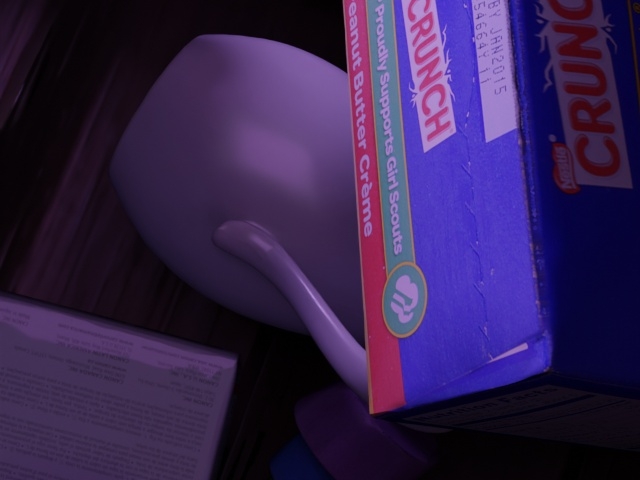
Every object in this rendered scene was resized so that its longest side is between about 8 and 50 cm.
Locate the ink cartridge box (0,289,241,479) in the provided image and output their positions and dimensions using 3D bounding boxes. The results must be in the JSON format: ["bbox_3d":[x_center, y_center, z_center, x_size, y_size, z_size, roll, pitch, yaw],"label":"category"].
[{"bbox_3d":[-0.127,0.123,0.908,0.145,0.045,0.179,15,90,1],"label":"ink cartridge box"}]

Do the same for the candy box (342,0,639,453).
[{"bbox_3d":[0.168,-0.040,0.854,0.317,0.122,0.268,11,67,-36],"label":"candy box"}]

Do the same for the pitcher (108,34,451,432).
[{"bbox_3d":[0.000,0.000,0.881,0.207,0.178,0.125,34,113,4],"label":"pitcher"}]

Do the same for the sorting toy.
[{"bbox_3d":[0.080,0.233,0.861,0.126,0.127,0.365,-43,74,15],"label":"sorting toy"}]
